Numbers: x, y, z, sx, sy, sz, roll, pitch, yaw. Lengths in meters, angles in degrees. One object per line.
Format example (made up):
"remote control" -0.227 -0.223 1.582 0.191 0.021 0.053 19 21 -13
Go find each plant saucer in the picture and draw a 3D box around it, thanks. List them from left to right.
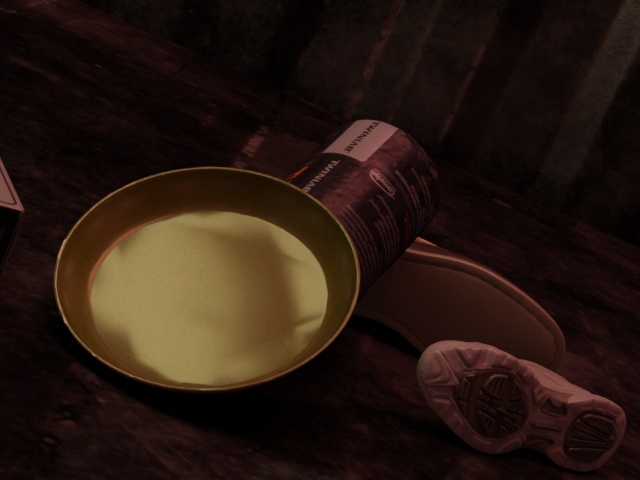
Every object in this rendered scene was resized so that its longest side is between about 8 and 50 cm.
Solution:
"plant saucer" -0.089 0.035 1.038 0.241 0.037 0.241 2 46 -2

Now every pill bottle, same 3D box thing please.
"pill bottle" 0.000 0.000 1.191 0.130 0.130 0.245 28 46 18

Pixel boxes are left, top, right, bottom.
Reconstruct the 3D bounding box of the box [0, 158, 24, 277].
"box" -0.384 -0.052 0.976 0.290 0.087 0.169 17 15 -28

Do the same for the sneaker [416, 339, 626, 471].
"sneaker" 0.167 0.145 1.204 0.232 0.090 0.115 26 4 -31

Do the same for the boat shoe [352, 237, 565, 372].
"boat shoe" 0.099 0.052 1.353 0.324 0.116 0.097 19 16 4
